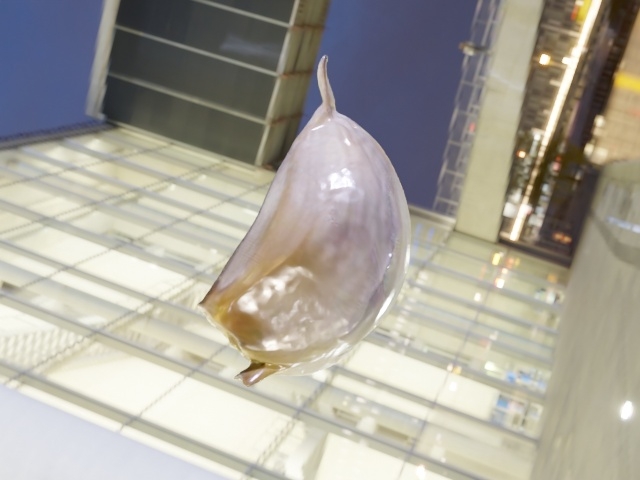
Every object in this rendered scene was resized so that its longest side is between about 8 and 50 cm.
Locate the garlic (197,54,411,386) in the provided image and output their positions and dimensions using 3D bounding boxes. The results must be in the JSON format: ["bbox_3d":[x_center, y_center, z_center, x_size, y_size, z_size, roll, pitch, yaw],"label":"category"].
[{"bbox_3d":[0.005,0.003,0.431,0.084,0.066,0.152,32,-94,-36],"label":"garlic"}]
